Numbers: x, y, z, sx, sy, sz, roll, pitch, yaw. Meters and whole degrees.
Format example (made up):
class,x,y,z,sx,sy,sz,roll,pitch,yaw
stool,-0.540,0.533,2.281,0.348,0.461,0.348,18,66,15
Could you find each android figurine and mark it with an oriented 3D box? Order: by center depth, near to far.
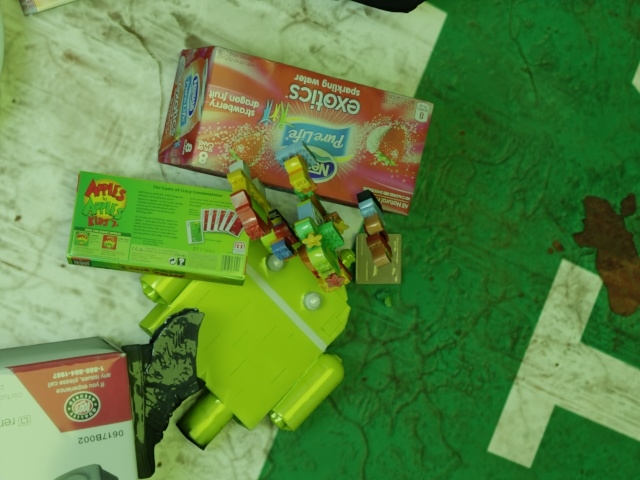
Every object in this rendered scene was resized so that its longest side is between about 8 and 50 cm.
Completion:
class,x,y,z,sx,sy,sz,roll,pitch,yaw
android figurine,-0.077,0.088,1.615,0.273,0.056,0.248,-45,109,-12

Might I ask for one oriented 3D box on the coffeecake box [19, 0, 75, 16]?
class,x,y,z,sx,sy,sz,roll,pitch,yaw
coffeecake box,-0.255,-0.335,1.496,0.142,0.068,0.185,-22,102,-20

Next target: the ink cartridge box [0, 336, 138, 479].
class,x,y,z,sx,sy,sz,roll,pitch,yaw
ink cartridge box,-0.298,0.264,1.492,0.226,0.131,0.306,-8,96,-22

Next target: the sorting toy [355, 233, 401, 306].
class,x,y,z,sx,sy,sz,roll,pitch,yaw
sorting toy,0.065,0.034,1.692,0.062,0.012,0.083,1,91,-28

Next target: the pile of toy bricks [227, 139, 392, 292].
class,x,y,z,sx,sy,sz,roll,pitch,yaw
pile of toy bricks,0.000,0.000,1.506,0.118,0.105,0.212,-24,137,15

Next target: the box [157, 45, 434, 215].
class,x,y,z,sx,sy,sz,roll,pitch,yaw
box,-0.026,-0.114,1.581,0.257,0.123,0.128,13,90,-24

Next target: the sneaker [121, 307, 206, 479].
class,x,y,z,sx,sy,sz,roll,pitch,yaw
sneaker,-0.156,0.158,1.537,0.089,0.051,0.170,-7,97,-13

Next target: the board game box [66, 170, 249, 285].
class,x,y,z,sx,sy,sz,roll,pitch,yaw
board game box,-0.163,-0.012,1.535,0.181,0.043,0.092,7,77,-5

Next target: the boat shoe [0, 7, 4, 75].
class,x,y,z,sx,sy,sz,roll,pitch,yaw
boat shoe,-0.374,-0.238,1.441,0.109,0.091,0.305,-4,97,-46

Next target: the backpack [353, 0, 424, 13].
class,x,y,z,sx,sy,sz,roll,pitch,yaw
backpack,0.034,-0.456,1.534,0.290,0.273,0.355,18,75,-17
